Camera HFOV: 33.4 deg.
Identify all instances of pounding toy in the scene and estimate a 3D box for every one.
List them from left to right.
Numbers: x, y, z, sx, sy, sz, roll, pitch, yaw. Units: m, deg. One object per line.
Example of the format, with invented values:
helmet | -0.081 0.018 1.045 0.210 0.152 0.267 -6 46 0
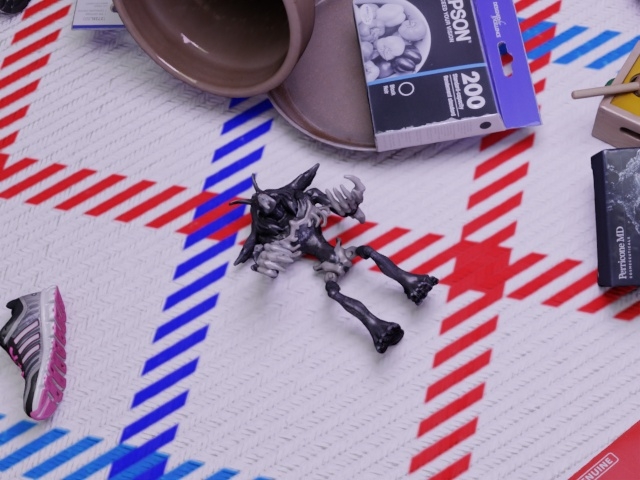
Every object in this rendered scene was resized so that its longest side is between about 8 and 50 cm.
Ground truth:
pounding toy | 0.390 -0.169 1.292 0.141 0.100 0.130 29 71 17

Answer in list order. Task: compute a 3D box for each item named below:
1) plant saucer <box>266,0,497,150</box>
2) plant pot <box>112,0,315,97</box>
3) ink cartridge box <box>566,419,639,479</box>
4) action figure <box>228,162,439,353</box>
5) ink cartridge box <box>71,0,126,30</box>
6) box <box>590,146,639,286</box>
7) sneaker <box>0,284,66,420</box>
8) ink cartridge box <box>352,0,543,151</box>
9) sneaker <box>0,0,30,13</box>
plant saucer | 0.073 -0.243 1.390 0.310 0.050 0.311 -2 65 4
plant pot | -0.095 -0.346 1.319 0.263 0.263 0.229 21 51 15
ink cartridge box | 0.424 0.228 1.072 0.296 0.066 0.261 -37 43 -10
action figure | 0.000 0.000 1.239 0.275 0.141 0.164 36 78 17
ink cartridge box | -0.233 -0.434 1.502 0.175 0.069 0.371 1 63 6
box | 0.394 -0.028 1.205 0.158 0.093 0.156 -4 89 6
sneaker | -0.344 0.134 1.258 0.074 0.063 0.170 -7 60 3
ink cartridge box | 0.155 -0.222 1.322 0.208 0.045 0.206 -9 65 1
sneaker | -0.429 -0.462 1.518 0.124 0.107 0.283 21 70 21
